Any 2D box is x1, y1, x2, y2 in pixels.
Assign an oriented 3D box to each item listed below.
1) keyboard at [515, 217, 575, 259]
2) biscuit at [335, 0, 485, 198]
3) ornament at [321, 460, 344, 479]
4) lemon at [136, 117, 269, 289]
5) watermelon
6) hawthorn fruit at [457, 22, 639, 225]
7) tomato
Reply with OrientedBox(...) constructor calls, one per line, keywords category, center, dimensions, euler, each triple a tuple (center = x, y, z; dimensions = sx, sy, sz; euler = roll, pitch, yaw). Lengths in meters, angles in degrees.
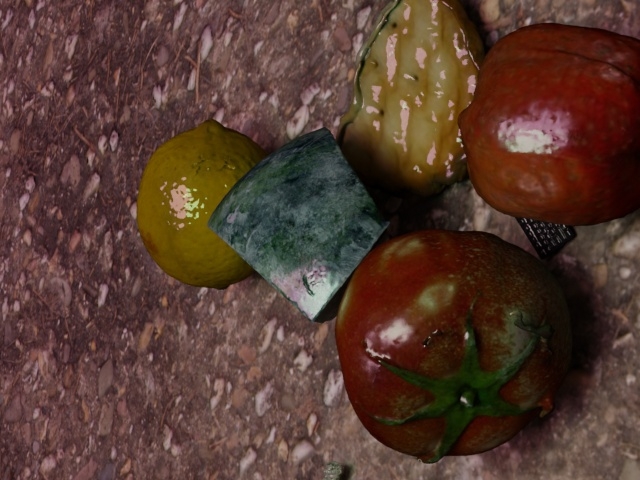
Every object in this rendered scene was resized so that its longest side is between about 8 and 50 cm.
OrientedBox(category="keyboard", center=(0.260, -0.075, 1.591), dimensions=(0.061, 0.013, 0.204), euler=(-41, 70, 35))
OrientedBox(category="biscuit", center=(0.124, -0.213, 1.767), dimensions=(0.335, 0.078, 0.329), euler=(-34, 64, 44))
OrientedBox(category="ornament", center=(0.019, 0.385, 1.867), dimensions=(0.068, 0.041, 0.092), euler=(-2, 95, 57))
OrientedBox(category="lemon", center=(-0.182, -0.055, 1.990), dimensions=(0.267, 0.267, 0.267), euler=(-6, 82, 51))
OrientedBox(category="watermelon", center=(0.000, 0.000, 1.746), dimensions=(0.228, 0.258, 0.387), euler=(-40, 36, -1))
OrientedBox(category="hawthorn fruit", center=(0.293, -0.137, 1.423), dimensions=(0.262, 0.258, 0.258), euler=(-22, 70, 34))
OrientedBox(category="tomato", center=(0.158, 0.121, 1.526), dimensions=(0.303, 0.303, 0.239), euler=(-59, 28, 29))
